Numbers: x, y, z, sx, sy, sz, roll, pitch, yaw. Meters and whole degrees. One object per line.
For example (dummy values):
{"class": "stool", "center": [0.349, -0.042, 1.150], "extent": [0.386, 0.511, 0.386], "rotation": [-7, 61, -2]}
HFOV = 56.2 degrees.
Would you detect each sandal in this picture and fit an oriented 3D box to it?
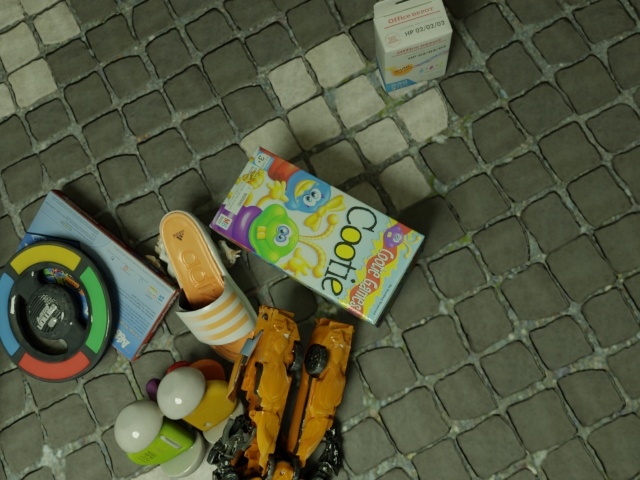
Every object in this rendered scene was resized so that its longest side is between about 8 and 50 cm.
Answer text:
{"class": "sandal", "center": [-0.181, 0.083, 0.906], "extent": [0.101, 0.076, 0.265], "rotation": [-26, 97, 20]}

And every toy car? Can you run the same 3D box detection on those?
{"class": "toy car", "center": [-0.213, 0.250, 0.895], "extent": [0.182, 0.159, 0.136], "rotation": [-38, 42, -1]}

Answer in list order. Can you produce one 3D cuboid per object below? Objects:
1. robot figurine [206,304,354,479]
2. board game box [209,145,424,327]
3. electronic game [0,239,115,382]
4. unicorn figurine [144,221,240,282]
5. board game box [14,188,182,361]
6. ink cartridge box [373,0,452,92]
{"class": "robot figurine", "center": [-0.052, 0.249, 0.864], "extent": [0.210, 0.085, 0.291], "rotation": [17, 85, -30]}
{"class": "board game box", "center": [0.000, 0.000, 0.901], "extent": [0.275, 0.144, 0.142], "rotation": [29, 85, 12]}
{"class": "electronic game", "center": [-0.430, 0.114, 0.962], "extent": [0.229, 0.048, 0.230], "rotation": [0, 92, 16]}
{"class": "unicorn figurine", "center": [-0.203, 0.019, 0.974], "extent": [0.161, 0.060, 0.111], "rotation": [-37, 77, 16]}
{"class": "board game box", "center": [-0.370, 0.054, 0.982], "extent": [0.281, 0.027, 0.145], "rotation": [36, 100, 12]}
{"class": "ink cartridge box", "center": [0.140, -0.304, 0.920], "extent": [0.104, 0.181, 0.062], "rotation": [-17, 78, 4]}
